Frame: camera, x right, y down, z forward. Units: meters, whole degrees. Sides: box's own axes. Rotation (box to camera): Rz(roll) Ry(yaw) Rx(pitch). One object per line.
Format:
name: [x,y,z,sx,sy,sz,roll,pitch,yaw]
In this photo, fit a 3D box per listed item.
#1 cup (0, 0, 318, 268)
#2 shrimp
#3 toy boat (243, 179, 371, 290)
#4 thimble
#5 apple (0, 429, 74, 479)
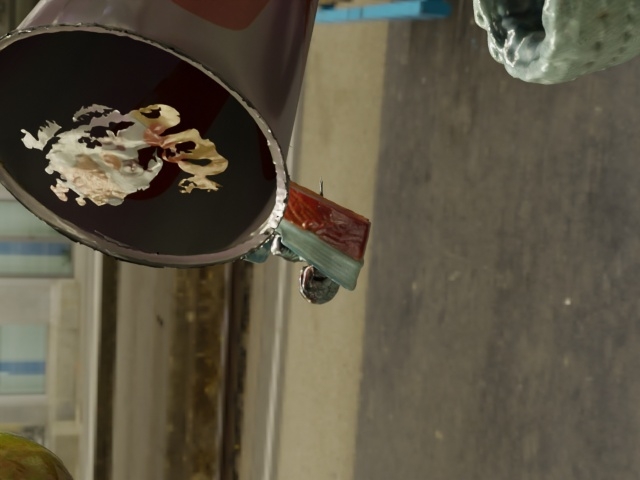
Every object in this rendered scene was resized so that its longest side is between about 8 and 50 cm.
cup: [-0.081,-0.151,0.680,0.203,0.203,0.288,114,173,-51]
shrimp: [0.000,0.000,1.874,0.090,0.079,0.233,119,152,-85]
toy boat: [-0.054,-0.014,1.434,0.332,0.145,0.133,28,96,44]
thimble: [0.227,-0.256,0.900,0.250,0.171,0.205,92,157,-65]
apple: [-0.327,0.275,0.989,0.196,0.196,0.196,-179,90,-73]
